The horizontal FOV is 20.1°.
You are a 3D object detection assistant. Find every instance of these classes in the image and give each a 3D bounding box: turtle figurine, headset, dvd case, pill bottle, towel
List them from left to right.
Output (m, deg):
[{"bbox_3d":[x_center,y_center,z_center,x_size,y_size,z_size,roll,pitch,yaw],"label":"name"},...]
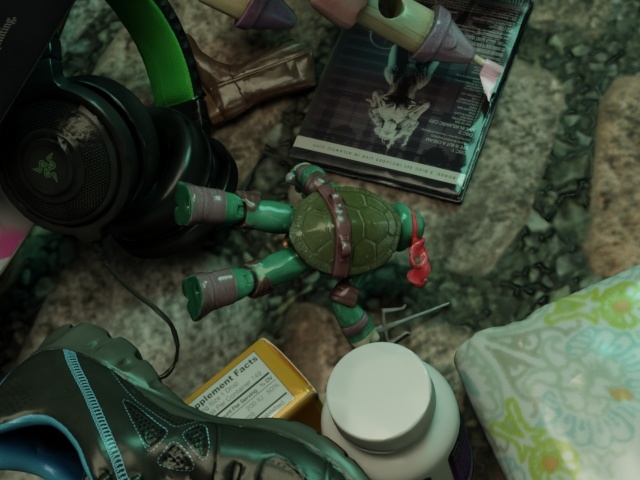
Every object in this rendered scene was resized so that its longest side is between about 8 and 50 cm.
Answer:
[{"bbox_3d":[-0.197,-0.053,1.563,0.185,0.243,0.394,-14,74,26],"label":"headset"},{"bbox_3d":[0.000,0.000,1.516,0.234,0.118,0.175,-3,62,-21],"label":"turtle figurine"},{"bbox_3d":[0.059,0.154,1.412,0.108,0.193,0.108,-5,63,9],"label":"pill bottle"},{"bbox_3d":[0.086,-0.149,1.660,0.165,0.018,0.221,14,66,18],"label":"dvd case"},{"bbox_3d":[0.335,0.152,1.422,0.375,0.090,0.320,-23,59,-1],"label":"towel"}]

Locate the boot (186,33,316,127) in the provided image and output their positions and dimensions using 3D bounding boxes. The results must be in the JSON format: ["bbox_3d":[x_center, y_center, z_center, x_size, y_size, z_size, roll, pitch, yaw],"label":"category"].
[{"bbox_3d":[-0.067,-0.170,1.691,0.114,0.037,0.106,-25,74,2],"label":"boot"}]

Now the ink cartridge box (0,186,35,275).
[{"bbox_3d":[-0.404,-0.064,1.530,0.324,0.071,0.330,36,45,-10],"label":"ink cartridge box"}]

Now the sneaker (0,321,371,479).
[{"bbox_3d":[-0.107,0.188,1.363,0.341,0.125,0.140,22,36,22],"label":"sneaker"}]

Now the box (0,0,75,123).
[{"bbox_3d":[-0.421,-0.221,1.377,0.396,0.293,0.212,12,50,-29],"label":"box"}]

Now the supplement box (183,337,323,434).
[{"bbox_3d":[-0.105,0.188,1.495,0.233,0.078,0.080,-37,61,-8],"label":"supplement box"}]

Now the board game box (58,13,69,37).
[{"bbox_3d":[-0.260,-0.282,1.732,0.030,0.136,0.259,10,67,18],"label":"board game box"}]

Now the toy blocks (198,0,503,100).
[{"bbox_3d":[0.074,-0.297,1.637,0.260,0.309,0.288,24,69,-14],"label":"toy blocks"}]
